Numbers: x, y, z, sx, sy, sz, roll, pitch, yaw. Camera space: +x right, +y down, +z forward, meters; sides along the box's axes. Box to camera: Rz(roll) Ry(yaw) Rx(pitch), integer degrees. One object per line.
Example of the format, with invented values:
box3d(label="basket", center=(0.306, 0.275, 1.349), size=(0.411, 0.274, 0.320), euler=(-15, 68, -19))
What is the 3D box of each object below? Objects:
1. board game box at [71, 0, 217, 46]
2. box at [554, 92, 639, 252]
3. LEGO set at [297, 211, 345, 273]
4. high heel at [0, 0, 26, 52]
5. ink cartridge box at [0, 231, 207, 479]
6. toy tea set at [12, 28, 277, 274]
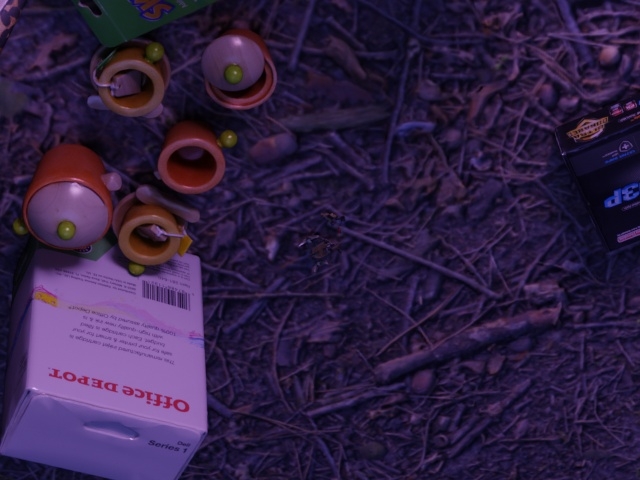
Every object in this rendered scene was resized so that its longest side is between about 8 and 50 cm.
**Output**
box3d(label="board game box", center=(-0.129, -0.288, 1.484), size=(0.259, 0.039, 0.124), euler=(-23, 131, 11))
box3d(label="box", center=(0.396, -0.095, 1.715), size=(0.220, 0.051, 0.175), euler=(-21, 132, 12))
box3d(label="LEGO set", center=(0.003, 0.000, 1.781), size=(0.054, 0.023, 0.083), euler=(26, 112, -30))
box3d(label="high heel", center=(-0.347, -0.169, 1.560), size=(0.261, 0.093, 0.186), euler=(-41, 148, 13))
box3d(label="ink cartridge box", center=(-0.241, 0.123, 1.686), size=(0.201, 0.278, 0.117), euler=(16, 128, -20))
box3d(label="toy tea set", center=(-0.179, -0.091, 1.586), size=(0.200, 0.124, 0.336), euler=(21, 122, -20))
